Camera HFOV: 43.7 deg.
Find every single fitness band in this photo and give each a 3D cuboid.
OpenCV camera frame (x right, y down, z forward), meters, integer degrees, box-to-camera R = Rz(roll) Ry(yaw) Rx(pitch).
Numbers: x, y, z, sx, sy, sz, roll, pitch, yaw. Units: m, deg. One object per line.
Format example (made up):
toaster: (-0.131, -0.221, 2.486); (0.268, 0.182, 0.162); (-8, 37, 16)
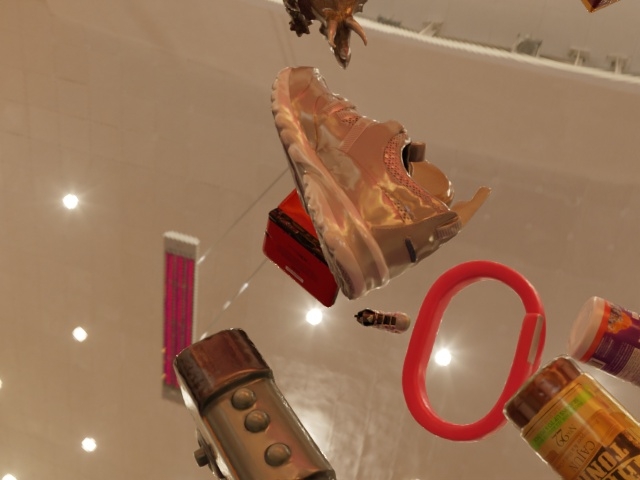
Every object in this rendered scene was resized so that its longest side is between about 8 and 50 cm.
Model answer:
fitness band: (0.241, 0.173, 1.261); (0.209, 0.054, 0.290); (12, -102, 39)

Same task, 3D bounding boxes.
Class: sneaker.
sneaker: (0.034, -0.065, 0.696); (0.115, 0.281, 0.105); (-20, -44, -2)
sneaker: (0.097, 0.134, 1.333); (0.098, 0.069, 0.038); (-5, -105, 49)

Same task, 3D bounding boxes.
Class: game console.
game console: (0.000, 0.000, 1.132); (0.144, 0.085, 0.124); (39, -42, 24)

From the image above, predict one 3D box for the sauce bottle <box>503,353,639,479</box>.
sauce bottle: (0.352, 0.276, 0.857); (0.344, 0.111, 0.111); (45, -53, 25)

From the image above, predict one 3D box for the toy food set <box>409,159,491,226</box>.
toy food set: (0.089, -0.060, 0.913); (0.192, 0.132, 0.038); (27, -54, 19)

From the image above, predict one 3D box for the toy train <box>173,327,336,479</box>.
toy train: (-0.067, 0.256, 0.931); (0.334, 0.142, 0.190); (50, -23, 45)

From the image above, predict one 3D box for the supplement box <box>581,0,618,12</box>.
supplement box: (0.335, -0.332, 0.815); (0.080, 0.104, 0.188); (61, -13, 13)

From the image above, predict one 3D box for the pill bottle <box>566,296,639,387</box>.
pill bottle: (0.498, 0.172, 1.251); (0.193, 0.108, 0.108); (23, -58, 5)

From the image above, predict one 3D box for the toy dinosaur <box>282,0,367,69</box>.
toy dinosaur: (-0.046, -0.348, 0.983); (0.313, 0.160, 0.121); (44, -97, -2)
